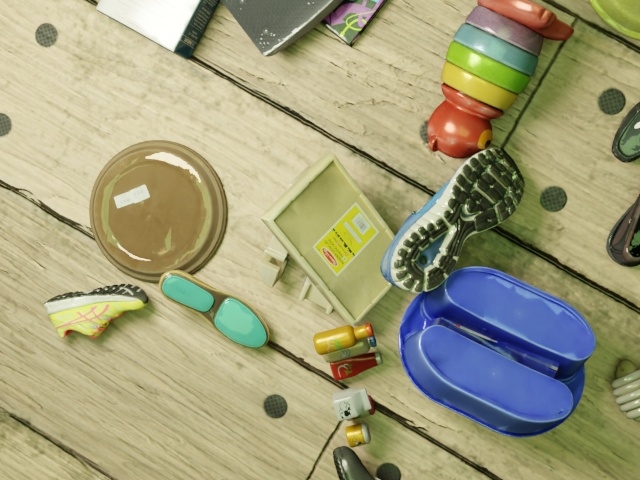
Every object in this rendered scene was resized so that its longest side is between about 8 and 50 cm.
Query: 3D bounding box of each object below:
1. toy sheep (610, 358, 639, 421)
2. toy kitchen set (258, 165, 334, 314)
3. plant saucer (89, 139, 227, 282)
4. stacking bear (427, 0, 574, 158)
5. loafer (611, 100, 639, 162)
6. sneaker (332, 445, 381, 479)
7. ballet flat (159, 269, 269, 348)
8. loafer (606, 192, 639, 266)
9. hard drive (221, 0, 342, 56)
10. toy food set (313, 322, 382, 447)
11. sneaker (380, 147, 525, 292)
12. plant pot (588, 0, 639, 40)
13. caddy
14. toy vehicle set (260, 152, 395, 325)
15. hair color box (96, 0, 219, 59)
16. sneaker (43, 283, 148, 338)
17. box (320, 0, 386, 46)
[{"bbox_3d":[0.560,0.272,1.479,0.091,0.091,0.132,-26,70,8],"label":"toy sheep"},{"bbox_3d":[0.000,0.000,1.549,0.166,0.122,0.207,25,116,6],"label":"toy kitchen set"},{"bbox_3d":[-0.317,-0.055,1.612,0.278,0.041,0.277,0,93,9],"label":"plant saucer"},{"bbox_3d":[0.284,-0.276,1.461,0.164,0.175,0.289,34,107,27],"label":"stacking bear"},{"bbox_3d":[0.592,-0.228,1.453,0.076,0.078,0.223,43,97,5],"label":"loafer"},{"bbox_3d":[0.145,0.501,1.543,0.146,0.122,0.330,-32,89,-6],"label":"sneaker"},{"bbox_3d":[-0.195,0.121,1.584,0.232,0.073,0.080,35,94,-9],"label":"ballet flat"},{"bbox_3d":[0.606,-0.084,1.449,0.109,0.095,0.302,31,96,5],"label":"loafer"},{"bbox_3d":[-0.041,-0.463,1.524,0.255,0.054,0.172,-40,70,11],"label":"hard drive"},{"bbox_3d":[0.072,0.253,1.528,0.105,0.111,0.232,-16,102,8],"label":"toy food set"},{"bbox_3d":[0.220,-0.043,1.480,0.330,0.147,0.130,-42,103,-16],"label":"sneaker"},{"bbox_3d":[0.584,-0.478,1.355,0.276,0.254,0.276,0,93,8],"label":"plant pot"},{"bbox_3d":[0.305,0.195,1.468,0.341,0.179,0.241,26,74,6],"label":"caddy"},{"bbox_3d":[0.035,0.001,1.477,0.166,0.035,0.267,-45,116,-14],"label":"toy vehicle set"},{"bbox_3d":[-0.246,-0.530,1.546,0.174,0.105,0.347,30,97,5],"label":"hair color box"},{"bbox_3d":[-0.425,0.140,1.623,0.209,0.081,0.094,-9,98,15],"label":"sneaker"},{"bbox_3d":[0.060,-0.456,1.544,0.116,0.029,0.162,38,96,5],"label":"box"}]
